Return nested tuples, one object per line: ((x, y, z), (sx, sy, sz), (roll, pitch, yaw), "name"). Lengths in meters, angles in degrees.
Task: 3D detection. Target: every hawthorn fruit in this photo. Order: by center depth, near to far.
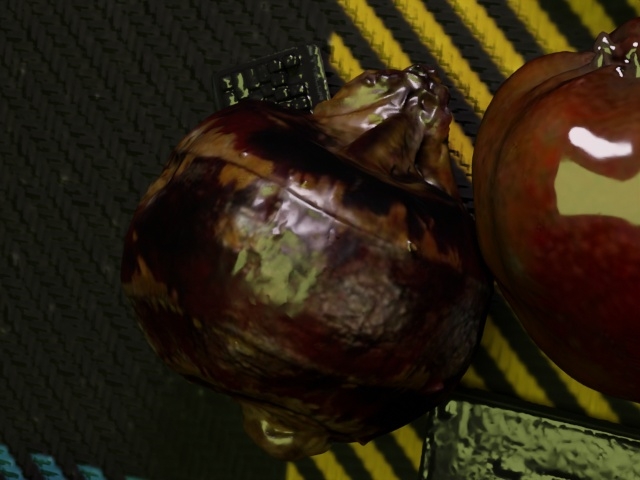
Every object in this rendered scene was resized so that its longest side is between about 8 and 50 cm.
((0.198, 0.003, 0.881), (0.208, 0.208, 0.248), (-13, 108, 25), "hawthorn fruit")

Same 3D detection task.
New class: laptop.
((0.154, 0.184, 0.999), (0.207, 0.026, 0.154), (12, 98, 23), "laptop")

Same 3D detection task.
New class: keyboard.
((-0.013, -0.011, 1.066), (0.093, 0.025, 0.230), (-14, 87, 28), "keyboard")

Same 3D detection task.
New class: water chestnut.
((0.000, 0.000, 0.938), (0.223, 0.223, 0.238), (31, 99, 20), "water chestnut")
